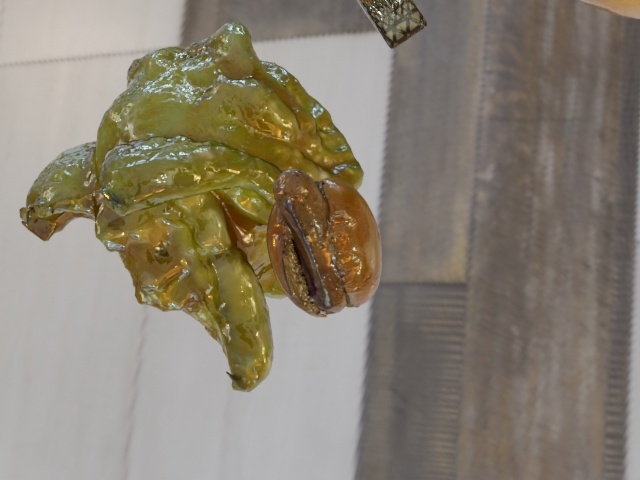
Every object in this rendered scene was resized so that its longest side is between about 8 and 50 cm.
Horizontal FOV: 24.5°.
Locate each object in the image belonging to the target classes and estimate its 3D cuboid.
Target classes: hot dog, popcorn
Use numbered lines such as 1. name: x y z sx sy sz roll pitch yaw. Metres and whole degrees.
1. hot dog: 0.002 0.000 1.151 0.090 0.140 0.060 -4 29 5
2. popcorn: -0.106 -0.054 1.441 0.321 0.326 0.290 36 90 24

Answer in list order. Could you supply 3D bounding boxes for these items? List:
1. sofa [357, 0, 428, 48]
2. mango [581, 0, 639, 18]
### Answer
1. sofa: 0.043 -0.213 1.214 0.039 0.060 0.118 -31 40 4
2. mango: 0.242 -0.280 1.117 0.187 0.359 0.144 34 128 -7
